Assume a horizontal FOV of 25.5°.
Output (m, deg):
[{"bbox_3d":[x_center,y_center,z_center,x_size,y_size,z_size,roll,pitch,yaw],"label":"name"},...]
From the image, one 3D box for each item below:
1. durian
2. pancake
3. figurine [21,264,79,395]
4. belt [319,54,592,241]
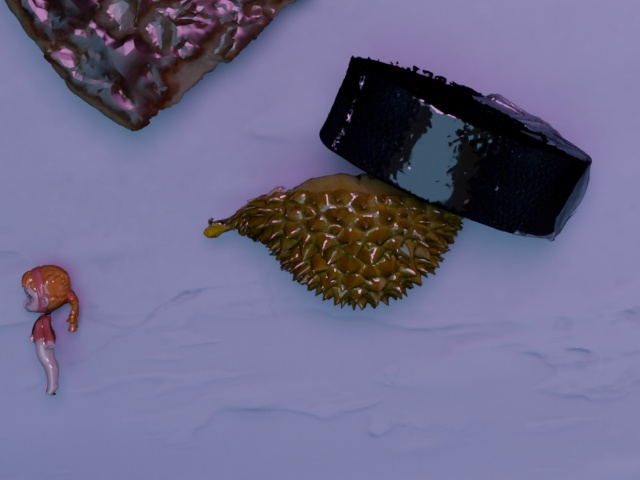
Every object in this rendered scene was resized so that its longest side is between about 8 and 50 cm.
[{"bbox_3d":[0.000,0.000,1.079,0.208,0.146,0.102,3,80,20],"label":"durian"},{"bbox_3d":[-0.134,-0.313,1.038,0.305,0.067,0.426,-23,101,-2],"label":"pancake"},{"bbox_3d":[-0.227,0.075,1.197,0.047,0.064,0.109,-4,93,-12],"label":"figurine"},{"bbox_3d":[0.101,-0.068,1.037,0.198,0.151,0.078,21,106,-6],"label":"belt"}]
